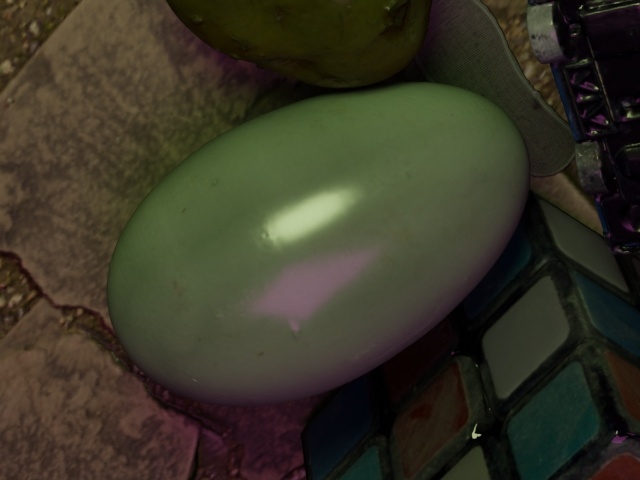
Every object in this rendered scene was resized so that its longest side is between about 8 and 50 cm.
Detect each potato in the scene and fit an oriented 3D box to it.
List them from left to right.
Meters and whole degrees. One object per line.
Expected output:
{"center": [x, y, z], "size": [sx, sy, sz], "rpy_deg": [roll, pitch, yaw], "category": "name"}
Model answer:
{"center": [-0.020, -0.216, 1.545], "size": [0.186, 0.148, 0.253], "rpy_deg": [-22, 133, 27], "category": "potato"}

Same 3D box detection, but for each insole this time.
{"center": [0.142, -0.134, 1.697], "size": [0.080, 0.003, 0.232], "rpy_deg": [-34, 120, 15], "category": "insole"}

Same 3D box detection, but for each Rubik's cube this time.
{"center": [0.227, 0.231, 1.739], "size": [0.362, 0.363, 0.359], "rpy_deg": [31, 117, -22], "category": "Rubik's cube"}

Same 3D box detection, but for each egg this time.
{"center": [0.000, 0.000, 1.635], "size": [0.371, 0.230, 0.230], "rpy_deg": [-26, 122, 4], "category": "egg"}

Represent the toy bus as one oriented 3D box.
{"center": [0.261, -0.146, 1.597], "size": [0.138, 0.175, 0.287], "rpy_deg": [-10, 125, 20], "category": "toy bus"}
